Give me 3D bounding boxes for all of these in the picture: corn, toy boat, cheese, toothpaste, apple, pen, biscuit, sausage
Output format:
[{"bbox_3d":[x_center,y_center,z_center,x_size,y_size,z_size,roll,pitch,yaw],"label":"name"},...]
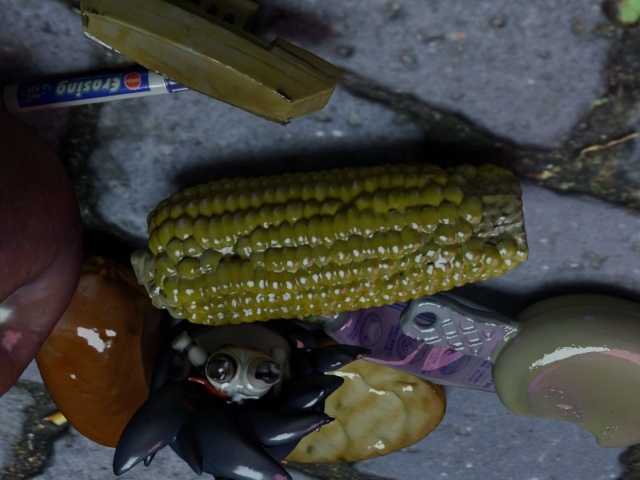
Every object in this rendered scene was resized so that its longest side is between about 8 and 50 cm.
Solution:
[{"bbox_3d":[0.000,0.000,1.028,0.347,0.130,0.130,-9,139,14],"label":"corn"},{"bbox_3d":[-0.083,-0.152,0.892,0.206,0.072,0.064,26,153,-3],"label":"toy boat"},{"bbox_3d":[0.210,0.108,1.158,0.286,0.082,0.163,17,129,-10],"label":"cheese"},{"bbox_3d":[0.108,0.101,1.198,0.301,0.048,0.075,23,111,-29],"label":"toothpaste"},{"bbox_3d":[-0.331,0.010,0.970,0.235,0.306,0.306,36,141,11],"label":"apple"},{"bbox_3d":[-0.159,-0.124,0.973,0.204,0.025,0.025,-5,140,14],"label":"pen"},{"bbox_3d":[0.016,0.179,1.315,0.203,0.041,0.260,23,139,-24],"label":"biscuit"},{"bbox_3d":[-0.214,0.113,1.196,0.133,0.133,0.258,2,142,5],"label":"sausage"}]

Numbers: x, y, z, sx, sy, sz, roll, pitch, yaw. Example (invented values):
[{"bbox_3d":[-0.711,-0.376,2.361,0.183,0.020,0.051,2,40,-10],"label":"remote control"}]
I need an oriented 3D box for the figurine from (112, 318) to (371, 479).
[{"bbox_3d":[-0.076,0.144,1.096,0.175,0.265,0.197,27,106,0],"label":"figurine"}]
